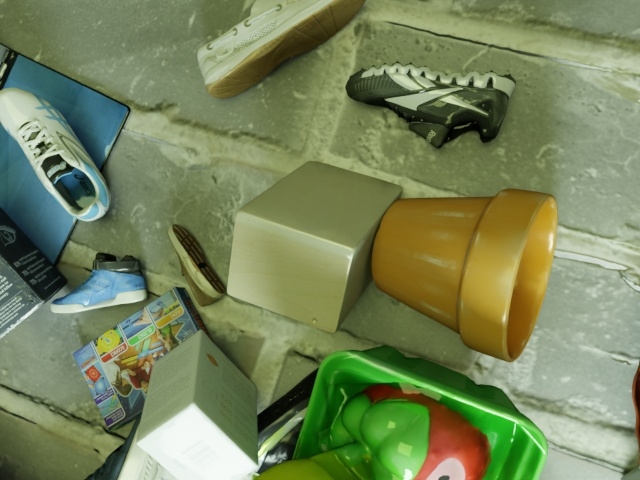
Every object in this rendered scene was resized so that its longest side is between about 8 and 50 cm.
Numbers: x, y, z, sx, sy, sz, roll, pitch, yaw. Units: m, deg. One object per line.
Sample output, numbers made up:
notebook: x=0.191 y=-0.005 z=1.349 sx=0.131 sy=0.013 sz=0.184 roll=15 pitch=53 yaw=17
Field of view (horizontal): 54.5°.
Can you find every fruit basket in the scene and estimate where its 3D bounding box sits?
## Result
fruit basket: x=0.046 y=0.313 z=0.660 sx=0.282 sy=0.392 sz=0.392 roll=19 pitch=89 yaw=14

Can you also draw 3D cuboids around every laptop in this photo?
laptop: x=-0.593 y=-0.146 z=0.962 sx=0.236 sy=0.408 sz=0.382 roll=27 pitch=91 yaw=48

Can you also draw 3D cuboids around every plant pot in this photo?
plant pot: x=0.175 y=0.027 z=0.785 sx=0.188 sy=0.205 sz=0.205 roll=14 pitch=88 yaw=30

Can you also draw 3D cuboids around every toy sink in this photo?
toy sink: x=0.000 y=0.000 z=0.838 sx=0.152 sy=0.234 sz=0.131 roll=18 pitch=118 yaw=14

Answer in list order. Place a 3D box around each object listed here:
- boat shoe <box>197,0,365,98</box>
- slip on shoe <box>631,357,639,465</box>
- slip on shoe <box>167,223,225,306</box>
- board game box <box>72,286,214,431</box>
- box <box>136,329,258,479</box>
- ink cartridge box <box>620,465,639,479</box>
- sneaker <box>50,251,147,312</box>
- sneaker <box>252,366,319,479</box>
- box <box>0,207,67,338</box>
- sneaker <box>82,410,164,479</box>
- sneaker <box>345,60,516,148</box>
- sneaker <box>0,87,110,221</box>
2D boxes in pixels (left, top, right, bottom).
boat shoe: x=-0.066 y=-0.320 z=0.916 sx=0.277 sy=0.098 sz=0.096 roll=-28 pitch=80 yaw=11
slip on shoe: x=0.412 y=0.132 z=0.695 sx=0.123 sy=0.101 sz=0.331 roll=-5 pitch=50 yaw=41
slip on shoe: x=-0.196 y=0.038 z=0.939 sx=0.041 sy=0.051 sz=0.135 roll=-39 pitch=83 yaw=19
board game box: x=-0.263 y=0.180 z=0.945 sx=0.201 sy=0.035 sz=0.136 roll=-32 pitch=78 yaw=9
box: x=-0.157 y=0.227 z=0.826 sx=0.091 sy=0.170 sz=0.130 roll=-35 pitch=112 yaw=8
ink cartridge box: x=0.462 y=0.327 z=0.708 sx=0.127 sy=0.128 sz=0.176 roll=-38 pitch=78 yaw=7
sneaker: x=-0.347 y=0.063 z=0.963 sx=0.152 sy=0.058 sz=0.085 roll=-10 pitch=88 yaw=8
sneaker: x=-0.010 y=0.254 z=0.869 sx=0.234 sy=0.084 sz=0.097 roll=-36 pitch=102 yaw=9
box: x=-0.497 y=0.031 z=0.915 sx=0.108 sy=0.153 sz=0.207 roll=-39 pitch=101 yaw=-3
sneaker: x=-0.340 y=0.383 z=0.893 sx=0.148 sy=0.131 sz=0.350 roll=26 pitch=91 yaw=10
sneaker: x=0.145 y=-0.183 z=0.862 sx=0.234 sy=0.078 sz=0.106 roll=7 pitch=84 yaw=12
sneaker: x=-0.408 y=-0.134 z=0.949 sx=0.085 sy=0.086 sz=0.237 roll=-37 pitch=100 yaw=-4
